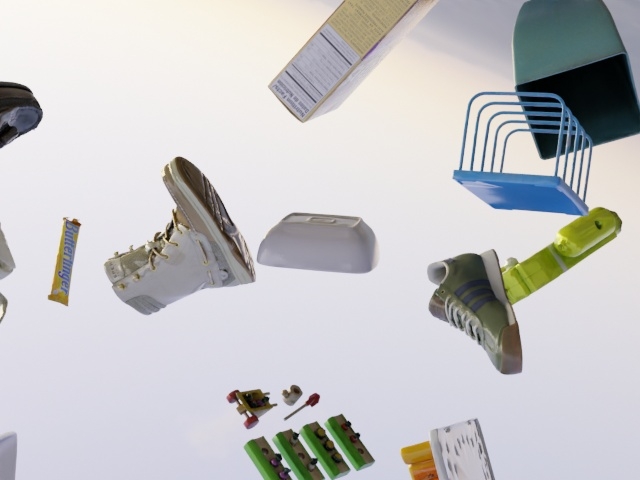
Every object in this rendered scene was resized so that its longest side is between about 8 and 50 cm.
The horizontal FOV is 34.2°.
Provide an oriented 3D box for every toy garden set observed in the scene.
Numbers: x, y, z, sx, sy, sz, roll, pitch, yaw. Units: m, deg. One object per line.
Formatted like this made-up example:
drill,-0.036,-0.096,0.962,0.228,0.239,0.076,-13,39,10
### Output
toy garden set,-0.033,0.325,1.810,0.244,0.049,0.204,-6,-129,-48

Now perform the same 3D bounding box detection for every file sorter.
file sorter,0.238,-0.097,1.191,0.118,0.104,0.170,5,173,25

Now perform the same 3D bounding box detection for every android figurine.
android figurine,0.294,0.037,1.432,0.273,0.248,0.056,-26,-99,-33

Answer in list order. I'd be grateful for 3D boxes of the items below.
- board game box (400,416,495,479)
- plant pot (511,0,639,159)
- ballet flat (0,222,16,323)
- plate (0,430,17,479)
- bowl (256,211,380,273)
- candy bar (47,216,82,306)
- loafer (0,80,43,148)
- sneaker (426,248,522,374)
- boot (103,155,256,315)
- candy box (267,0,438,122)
board game box,0.198,0.418,1.266,0.050,0.390,0.390,-16,169,12
plant pot,0.390,-0.280,1.629,0.234,0.166,0.165,-90,-23,-43
ballet flat,-0.489,0.051,1.466,0.106,0.107,0.316,31,-142,-34
plate,-0.349,0.326,0.990,0.045,0.277,0.278,2,172,-2
bowl,0.000,0.000,1.254,0.142,0.053,0.142,5,-169,10
candy bar,-0.441,0.034,1.798,0.040,0.161,0.018,21,153,-35
loafer,-0.391,-0.096,1.078,0.084,0.096,0.267,45,-142,17
sneaker,0.160,0.079,1.125,0.086,0.064,0.192,-5,-146,1
boot,-0.186,0.003,1.241,0.213,0.165,0.077,63,-169,-47
candy box,0.044,-0.195,0.958,0.053,0.187,0.109,47,-156,2
